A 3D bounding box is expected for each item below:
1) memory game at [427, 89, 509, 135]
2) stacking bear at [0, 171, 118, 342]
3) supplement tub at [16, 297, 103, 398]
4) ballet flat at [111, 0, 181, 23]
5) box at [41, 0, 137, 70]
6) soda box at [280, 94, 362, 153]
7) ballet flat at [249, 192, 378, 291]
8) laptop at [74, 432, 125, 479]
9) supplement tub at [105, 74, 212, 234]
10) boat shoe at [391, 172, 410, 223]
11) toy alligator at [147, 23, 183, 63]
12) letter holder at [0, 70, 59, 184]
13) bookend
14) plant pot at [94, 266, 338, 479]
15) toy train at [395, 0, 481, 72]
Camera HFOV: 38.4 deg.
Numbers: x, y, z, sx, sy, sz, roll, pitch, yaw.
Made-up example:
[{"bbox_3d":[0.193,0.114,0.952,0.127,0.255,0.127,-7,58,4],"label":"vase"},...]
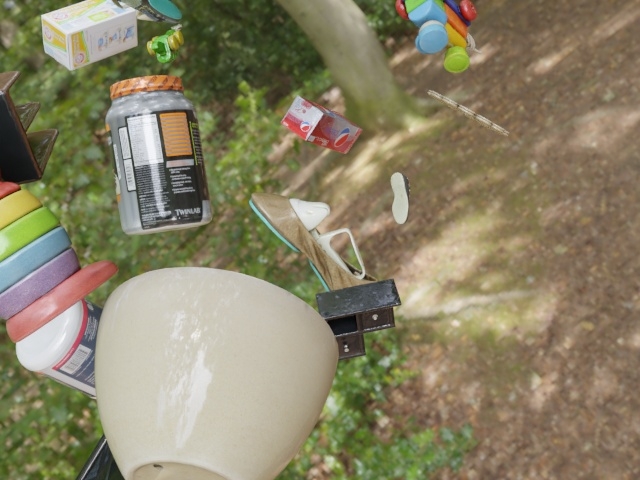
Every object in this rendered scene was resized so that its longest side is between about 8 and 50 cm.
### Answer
[{"bbox_3d":[0.298,-0.256,1.853,0.012,0.186,0.186,-61,8,9],"label":"memory game"},{"bbox_3d":[-0.453,-0.015,1.298,0.175,0.289,0.164,-33,7,11],"label":"stacking bear"},{"bbox_3d":[-0.519,0.242,2.055,0.191,0.272,0.191,-21,51,29],"label":"supplement tub"},{"bbox_3d":[-0.368,-0.482,1.851,0.070,0.188,0.070,-21,57,36],"label":"ballet flat"},{"bbox_3d":[-0.563,-0.511,2.243,0.203,0.114,0.103,-33,-34,-37],"label":"box"},{"bbox_3d":[0.006,-0.290,2.330,0.083,0.092,0.263,-57,-22,11],"label":"soda box"},{"bbox_3d":[0.000,0.000,1.960,0.124,0.342,0.116,-38,9,14],"label":"ballet flat"},{"bbox_3d":[-0.347,0.499,1.664,0.382,0.236,0.408,-57,3,4],"label":"laptop"},{"bbox_3d":[-0.343,-0.177,1.931,0.194,0.315,0.193,-8,0,0],"label":"supplement tub"},{"bbox_3d":[0.207,-0.105,2.316,0.049,0.132,0.042,-15,-19,36],"label":"boat shoe"},{"bbox_3d":[-0.298,-0.387,1.825,0.056,0.051,0.189,-12,22,12],"label":"toy alligator"},{"bbox_3d":[-0.599,-0.171,1.473,0.302,0.152,0.214,-13,28,2],"label":"letter holder"},{"bbox_3d":[0.079,0.167,1.798,0.156,0.157,0.072,-11,42,-3],"label":"bookend"},{"bbox_3d":[-0.132,0.191,1.032,0.284,0.284,0.190,-34,34,40],"label":"plant pot"},{"bbox_3d":[0.248,-0.367,1.698,0.105,0.248,0.143,-29,49,30],"label":"toy train"}]
